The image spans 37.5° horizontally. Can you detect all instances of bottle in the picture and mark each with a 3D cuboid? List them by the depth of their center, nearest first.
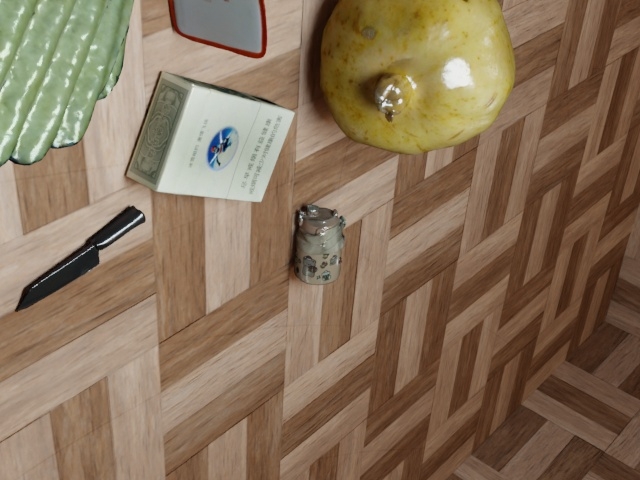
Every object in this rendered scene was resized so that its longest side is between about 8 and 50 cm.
[{"bbox_3d":[0.000,0.001,1.782,0.099,0.099,0.152,-27,132,-44],"label":"bottle"}]

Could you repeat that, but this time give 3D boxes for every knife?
[{"bbox_3d":[-0.345,0.032,1.365,0.230,0.028,0.060,-40,156,-29],"label":"knife"}]

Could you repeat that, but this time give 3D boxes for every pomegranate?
[{"bbox_3d":[0.156,-0.291,1.548,0.342,0.343,0.342,-36,141,-36],"label":"pomegranate"}]

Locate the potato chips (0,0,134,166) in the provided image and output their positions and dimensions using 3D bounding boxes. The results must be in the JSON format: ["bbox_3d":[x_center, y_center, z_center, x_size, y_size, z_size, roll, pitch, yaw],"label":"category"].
[{"bbox_3d":[-0.303,-0.271,1.018,0.358,0.070,0.429,54,52,-66],"label":"potato chips"}]

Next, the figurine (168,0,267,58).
[{"bbox_3d":[-0.083,-0.394,1.308,0.226,0.160,0.183,-47,148,-40],"label":"figurine"}]

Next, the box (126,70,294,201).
[{"bbox_3d":[-0.162,-0.150,1.441,0.256,0.069,0.164,3,111,-58],"label":"box"}]
